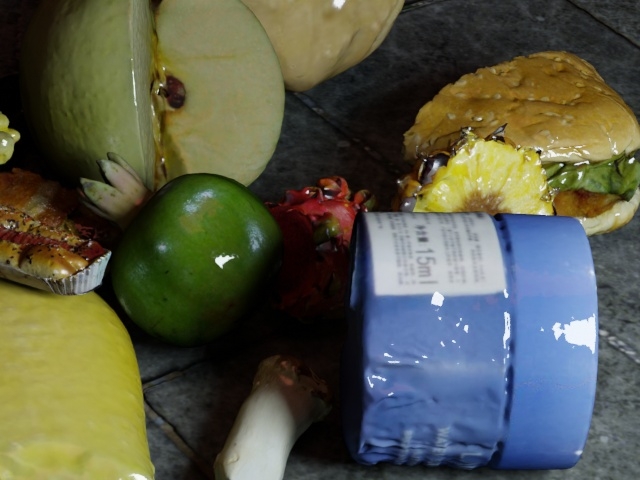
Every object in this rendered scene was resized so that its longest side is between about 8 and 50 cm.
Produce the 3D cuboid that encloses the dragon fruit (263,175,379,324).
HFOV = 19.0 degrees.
[{"bbox_3d":[0.000,0.000,2.039,0.150,0.133,0.207,46,36,-15],"label":"dragon fruit"}]

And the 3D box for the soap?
[{"bbox_3d":[-0.320,0.140,1.798,0.306,0.115,0.427,-5,31,-11],"label":"soap"}]

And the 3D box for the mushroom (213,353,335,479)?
[{"bbox_3d":[-0.051,0.193,1.822,0.084,0.071,0.209,37,39,-8],"label":"mushroom"}]

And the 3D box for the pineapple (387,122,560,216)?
[{"bbox_3d":[0.156,-0.027,2.064,0.225,0.225,0.076,-13,23,-26],"label":"pineapple"}]

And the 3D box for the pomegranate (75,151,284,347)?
[{"bbox_3d":[-0.148,0.000,1.949,0.225,0.187,0.187,38,39,0],"label":"pomegranate"}]

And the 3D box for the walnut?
[{"bbox_3d":[-0.059,-0.368,2.353,0.383,0.383,0.383,5,35,-3],"label":"walnut"}]

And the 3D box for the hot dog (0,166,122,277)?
[{"bbox_3d":[-0.305,-0.019,2.029,0.213,0.103,0.146,12,15,2],"label":"hot dog"}]

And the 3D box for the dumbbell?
[{"bbox_3d":[-0.358,-0.129,2.193,0.099,0.099,0.208,20,38,18],"label":"dumbbell"}]

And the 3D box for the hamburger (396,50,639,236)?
[{"bbox_3d":[0.270,-0.097,2.207,0.330,0.162,0.209,-21,43,-39],"label":"hamburger"}]

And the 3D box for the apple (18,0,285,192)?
[{"bbox_3d":[-0.206,-0.160,2.124,0.233,0.258,0.295,-10,-10,38],"label":"apple"}]

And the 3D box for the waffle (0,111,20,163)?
[{"bbox_3d":[-0.443,-0.088,2.051,0.281,0.058,0.301,-42,34,-16],"label":"waffle"}]

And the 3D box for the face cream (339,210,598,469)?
[{"bbox_3d":[0.132,0.095,1.835,0.225,0.249,0.249,2,35,-3],"label":"face cream"}]

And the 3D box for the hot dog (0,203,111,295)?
[{"bbox_3d":[-0.296,0.007,1.893,0.191,0.059,0.108,17,23,23],"label":"hot dog"}]
